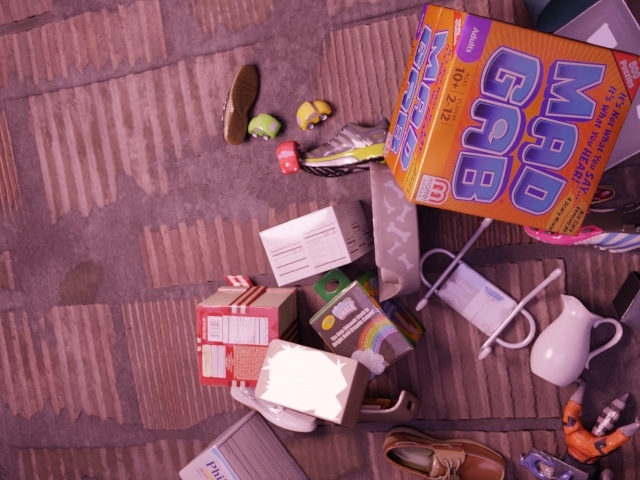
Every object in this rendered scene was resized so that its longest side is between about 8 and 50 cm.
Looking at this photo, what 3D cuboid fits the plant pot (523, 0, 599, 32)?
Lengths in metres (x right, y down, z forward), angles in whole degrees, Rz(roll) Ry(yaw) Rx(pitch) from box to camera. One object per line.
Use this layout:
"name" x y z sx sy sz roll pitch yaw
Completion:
"plant pot" 0.546 -0.642 1.408 0.293 0.293 0.235 -29 79 19

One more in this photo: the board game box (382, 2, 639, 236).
"board game box" 0.368 -0.265 1.351 0.357 0.356 0.356 11 111 -8

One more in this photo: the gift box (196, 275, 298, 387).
"gift box" -0.206 0.241 1.759 0.276 0.258 0.255 6 99 10

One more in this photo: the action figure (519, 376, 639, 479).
"action figure" 0.684 0.541 1.562 0.341 0.178 0.330 29 111 38

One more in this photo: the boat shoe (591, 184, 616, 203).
"boat shoe" 0.640 -0.111 1.559 0.135 0.045 0.050 -9 94 19

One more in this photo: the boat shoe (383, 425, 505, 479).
"boat shoe" 0.318 0.589 1.708 0.324 0.120 0.122 7 99 17

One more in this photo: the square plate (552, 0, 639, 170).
"square plate" 0.620 -0.331 1.514 0.347 0.049 0.344 -32 86 28

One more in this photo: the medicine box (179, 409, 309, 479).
"medicine box" -0.204 0.654 1.793 0.149 0.289 0.263 -40 84 18

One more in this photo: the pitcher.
"pitcher" 0.623 0.258 1.578 0.178 0.125 0.207 26 92 2

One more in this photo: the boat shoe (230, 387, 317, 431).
"boat shoe" -0.128 0.451 1.846 0.277 0.098 0.096 23 104 15

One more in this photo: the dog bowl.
"dog bowl" 0.181 -0.024 1.573 0.102 0.349 0.348 -5 95 5

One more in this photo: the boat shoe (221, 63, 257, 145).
"boat shoe" -0.235 -0.377 1.792 0.073 0.080 0.223 17 97 49

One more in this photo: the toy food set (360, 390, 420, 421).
"toy food set" 0.096 0.421 1.716 0.306 0.220 0.092 -3 68 18

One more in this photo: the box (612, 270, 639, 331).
"box" 0.817 0.185 1.466 0.261 0.184 0.103 28 104 13

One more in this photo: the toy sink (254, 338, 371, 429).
"toy sink" -0.016 0.351 1.582 0.234 0.131 0.152 10 72 23

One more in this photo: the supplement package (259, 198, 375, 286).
"supplement package" 0.000 0.000 1.663 0.204 0.262 0.145 -19 90 19

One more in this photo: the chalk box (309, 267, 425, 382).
"chalk box" 0.105 0.201 1.701 0.180 0.179 0.289 -42 82 19

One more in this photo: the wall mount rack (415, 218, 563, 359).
"wall mount rack" 0.415 0.117 1.615 0.350 0.130 0.304 38 106 9

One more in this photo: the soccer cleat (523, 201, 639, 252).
"soccer cleat" 0.655 -0.018 1.533 0.331 0.143 0.116 1 59 37

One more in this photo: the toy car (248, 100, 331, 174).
"toy car" -0.110 -0.300 1.736 0.225 0.053 0.239 17 69 31

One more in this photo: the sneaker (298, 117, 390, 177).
"sneaker" 0.065 -0.244 1.710 0.300 0.111 0.121 -6 76 18
